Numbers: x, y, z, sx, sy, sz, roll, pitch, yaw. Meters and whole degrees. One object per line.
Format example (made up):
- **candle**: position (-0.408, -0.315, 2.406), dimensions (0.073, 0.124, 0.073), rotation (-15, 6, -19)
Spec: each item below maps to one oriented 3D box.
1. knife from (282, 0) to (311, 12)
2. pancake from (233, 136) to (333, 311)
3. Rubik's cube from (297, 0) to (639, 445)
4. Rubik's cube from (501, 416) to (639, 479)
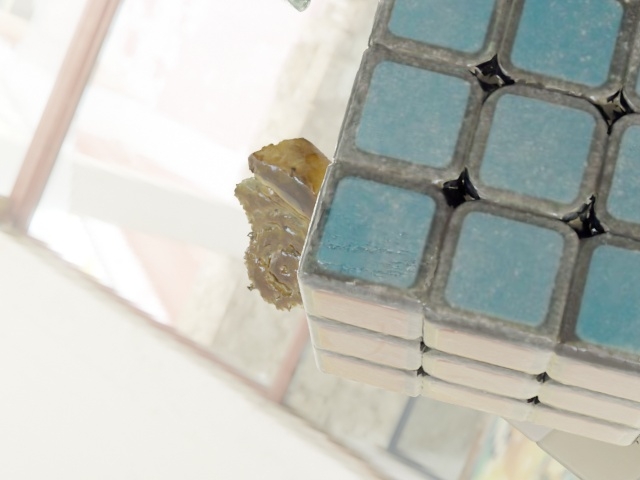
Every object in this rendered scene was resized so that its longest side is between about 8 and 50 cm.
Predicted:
- **knife**: position (-0.047, -0.284, 1.663), dimensions (0.044, 0.023, 0.162), rotation (38, -176, -25)
- **pancake**: position (0.000, 0.000, 1.603), dimensions (0.257, 0.212, 0.056), rotation (18, -150, 33)
- **Rubik's cube**: position (0.165, -0.027, 1.239), dimensions (0.305, 0.301, 0.304), rotation (13, 164, 5)
- **Rubik's cube**: position (0.434, 0.091, 1.770), dimensions (0.347, 0.346, 0.344), rotation (40, -142, -5)
